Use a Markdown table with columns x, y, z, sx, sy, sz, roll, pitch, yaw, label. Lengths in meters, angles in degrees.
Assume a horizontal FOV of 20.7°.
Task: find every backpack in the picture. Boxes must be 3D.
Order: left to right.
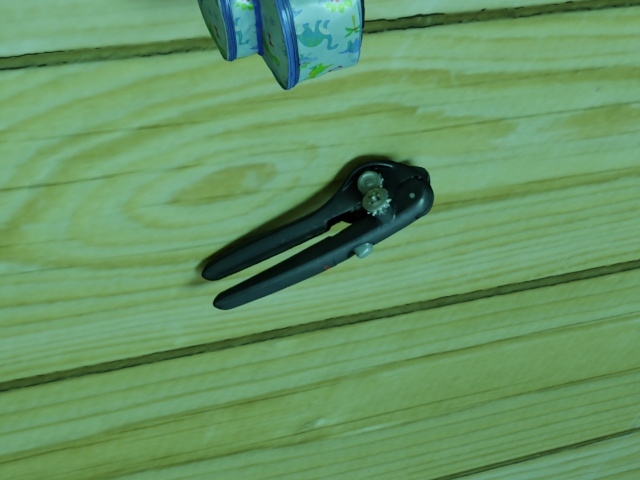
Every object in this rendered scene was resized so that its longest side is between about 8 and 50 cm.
| x | y | z | sx | sy | sz | roll | pitch | yaw | label |
| --- | --- | --- | --- | --- | --- | --- | --- | --- | --- |
| -0.026 | -0.143 | 0.972 | 0.084 | 0.114 | 0.105 | -21 | 151 | -10 | backpack |

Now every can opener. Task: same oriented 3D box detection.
| x | y | z | sx | sy | sz | roll | pitch | yaw | label |
| --- | --- | --- | --- | --- | --- | --- | --- | --- | --- |
| 0.000 | 0.000 | 1.282 | 0.186 | 0.059 | 0.073 | -30 | 152 | 4 | can opener |
